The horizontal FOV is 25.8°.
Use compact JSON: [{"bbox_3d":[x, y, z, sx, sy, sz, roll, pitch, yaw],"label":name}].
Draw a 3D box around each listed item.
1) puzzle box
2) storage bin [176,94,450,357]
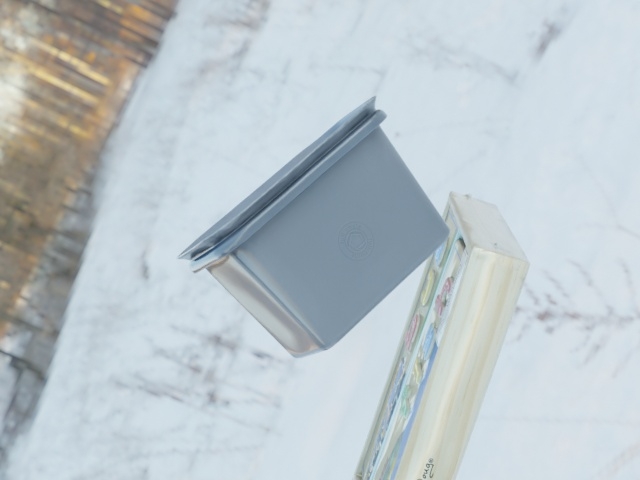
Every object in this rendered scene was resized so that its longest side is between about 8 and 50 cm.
[{"bbox_3d":[0.087,0.170,1.275,0.272,0.052,0.408,-83,11,-79],"label":"puzzle box"},{"bbox_3d":[0.000,0.000,0.788,0.135,0.091,0.098,-41,6,-24],"label":"storage bin"}]
